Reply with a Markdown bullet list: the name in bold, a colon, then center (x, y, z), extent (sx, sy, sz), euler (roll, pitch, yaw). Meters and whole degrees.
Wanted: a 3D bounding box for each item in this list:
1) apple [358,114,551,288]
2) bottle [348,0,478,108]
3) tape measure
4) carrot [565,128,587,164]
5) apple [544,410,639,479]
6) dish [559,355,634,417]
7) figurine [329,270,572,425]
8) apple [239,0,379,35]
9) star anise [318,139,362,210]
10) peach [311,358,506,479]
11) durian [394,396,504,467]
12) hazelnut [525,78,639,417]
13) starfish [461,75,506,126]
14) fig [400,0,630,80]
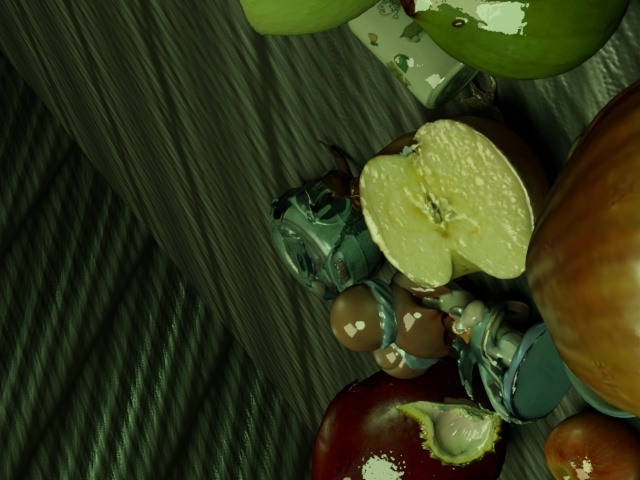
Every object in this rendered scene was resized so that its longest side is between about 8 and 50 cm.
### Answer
- **apple**: center (0.213, -0.072, 1.058), extent (0.293, 0.163, 0.251), euler (-12, 108, 48)
- **bottle**: center (0.106, -0.306, 0.989), extent (0.253, 0.120, 0.120), euler (49, 155, 12)
- **tape measure**: center (0.000, 0.000, 1.543), extent (0.275, 0.147, 0.256), euler (60, 155, -13)
- **carrot**: center (0.335, -0.031, 0.971), extent (0.049, 0.049, 0.254), euler (33, 133, 37)
- **apple**: center (0.472, 0.372, 1.237), extent (0.163, 0.139, 0.163), euler (53, 167, 18)
- **dish**: center (0.428, 0.088, 0.929), extent (0.273, 0.134, 0.273), euler (-176, 90, -76)
- **figurine**: center (0.236, 0.172, 1.277), extent (0.388, 0.248, 0.277), euler (29, 171, 45)
- **apple**: center (-0.010, -0.403, 0.764), extent (0.320, 0.312, 0.360), euler (51, -162, -12)
- **star anise**: center (0.064, -0.133, 1.380), extent (0.141, 0.144, 0.158), euler (6, 159, -5)
- **peach**: center (0.171, 0.441, 1.520), extent (0.353, 0.417, 0.339), euler (45, 160, 14)
- **durian**: center (0.226, 0.331, 1.329), extent (0.224, 0.140, 0.078), euler (27, -167, -17)
- **hazelnut**: center (0.361, -0.004, 0.663), extent (0.315, 0.372, 0.372), euler (32, 167, -30)
- **starfish**: center (0.238, -0.194, 1.031), extent (0.086, 0.016, 0.092), euler (40, 150, 21)
- **fig**: center (0.197, -0.261, 0.770), extent (0.203, 0.225, 0.202), euler (164, 90, -78)
